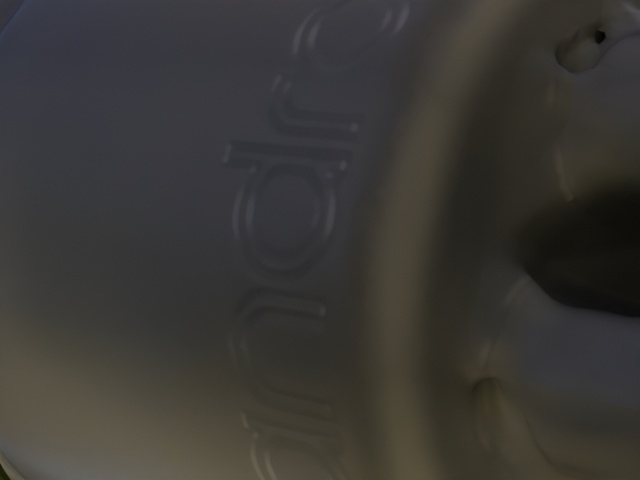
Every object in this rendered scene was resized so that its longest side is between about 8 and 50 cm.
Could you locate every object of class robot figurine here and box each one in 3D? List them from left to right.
[{"bbox_3d":[0.000,0.000,0.590,0.200,0.353,0.300,28,-106,-45],"label":"robot figurine"}]

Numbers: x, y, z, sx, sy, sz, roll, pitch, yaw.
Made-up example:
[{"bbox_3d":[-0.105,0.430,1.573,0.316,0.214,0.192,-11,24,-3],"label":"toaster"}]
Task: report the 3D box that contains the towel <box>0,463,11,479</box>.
[{"bbox_3d":[-0.039,0.102,0.387,0.021,0.237,0.102,-31,-40,-11],"label":"towel"}]
